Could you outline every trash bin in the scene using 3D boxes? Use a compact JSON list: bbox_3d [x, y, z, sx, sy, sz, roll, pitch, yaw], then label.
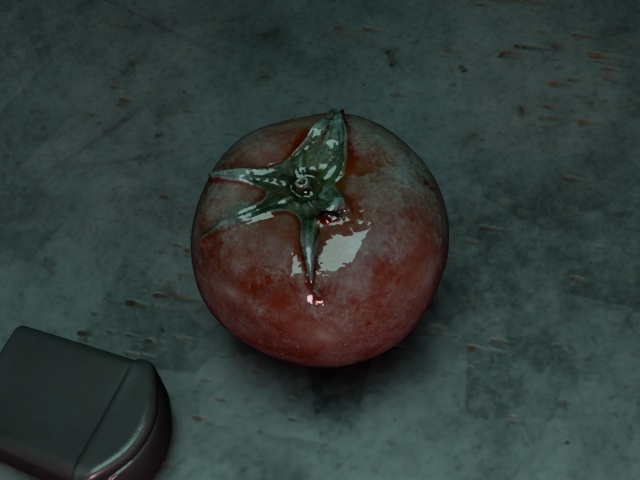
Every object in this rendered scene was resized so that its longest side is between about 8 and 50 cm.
[{"bbox_3d":[-0.298,0.215,1.508,0.236,0.101,0.177,16,63,18],"label":"trash bin"}]

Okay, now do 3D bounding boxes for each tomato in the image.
[{"bbox_3d":[0.000,0.000,1.500,0.316,0.282,0.317,-5,56,7],"label":"tomato"}]
